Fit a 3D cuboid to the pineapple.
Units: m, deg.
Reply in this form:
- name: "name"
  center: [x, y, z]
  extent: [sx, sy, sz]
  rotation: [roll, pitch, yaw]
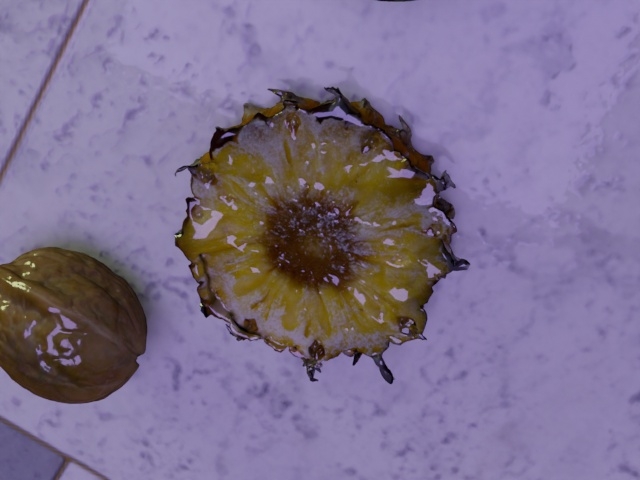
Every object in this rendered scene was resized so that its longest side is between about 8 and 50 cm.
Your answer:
- name: "pineapple"
  center: [0.000, 0.000, 0.584]
  extent: [0.221, 0.047, 0.221]
  rotation: [4, 112, 10]

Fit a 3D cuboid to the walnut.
- name: "walnut"
  center: [-0.182, 0.058, 0.597]
  extent: [0.124, 0.105, 0.105]
  rotation: [33, 111, -5]
